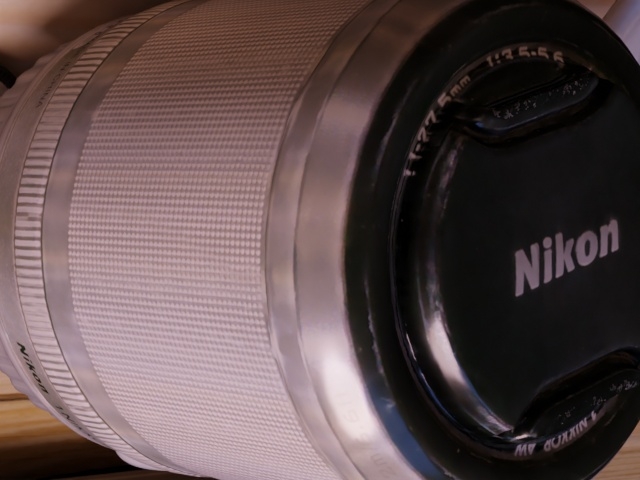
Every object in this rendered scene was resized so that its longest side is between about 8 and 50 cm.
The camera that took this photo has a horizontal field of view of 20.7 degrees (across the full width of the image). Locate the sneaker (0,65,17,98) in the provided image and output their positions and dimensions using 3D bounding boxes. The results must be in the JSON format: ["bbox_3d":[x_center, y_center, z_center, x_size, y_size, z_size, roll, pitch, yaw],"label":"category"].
[{"bbox_3d":[-0.195,0.011,0.947,0.163,0.106,0.281,-12,144,12],"label":"sneaker"}]

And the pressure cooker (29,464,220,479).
[{"bbox_3d":[-0.130,0.356,1.315,0.421,0.375,0.370,-3,173,-22],"label":"pressure cooker"}]

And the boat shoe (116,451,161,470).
[{"bbox_3d":[-0.058,0.104,1.223,0.183,0.065,0.083,-13,151,-9],"label":"boat shoe"}]

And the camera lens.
[{"bbox_3d":[0.000,0.000,0.755,0.219,0.219,0.274,15,172,-42],"label":"camera lens"}]

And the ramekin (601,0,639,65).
[{"bbox_3d":[0.256,-0.054,0.811,0.277,0.135,0.277,9,124,14],"label":"ramekin"}]
